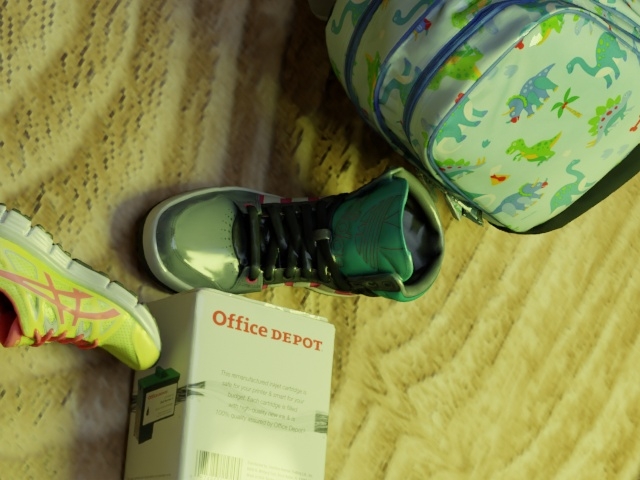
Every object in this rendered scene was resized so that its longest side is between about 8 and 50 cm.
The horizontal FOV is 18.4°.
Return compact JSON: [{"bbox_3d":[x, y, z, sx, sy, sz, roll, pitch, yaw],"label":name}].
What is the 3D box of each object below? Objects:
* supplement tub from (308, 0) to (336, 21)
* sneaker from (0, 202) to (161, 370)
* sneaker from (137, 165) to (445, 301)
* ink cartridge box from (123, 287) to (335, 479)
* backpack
[{"bbox_3d":[0.084,-0.234,1.937,0.198,0.106,0.106,7,76,-39],"label":"supplement tub"},{"bbox_3d":[-0.225,0.058,1.637,0.208,0.081,0.094,36,66,-22],"label":"sneaker"},{"bbox_3d":[0.000,0.000,1.766,0.295,0.178,0.124,1,80,-40],"label":"sneaker"},{"bbox_3d":[-0.079,0.166,1.720,0.160,0.092,0.219,17,70,-37],"label":"ink cartridge box"},{"bbox_3d":[0.171,-0.157,1.827,0.355,0.290,0.273,39,19,-35],"label":"backpack"}]
